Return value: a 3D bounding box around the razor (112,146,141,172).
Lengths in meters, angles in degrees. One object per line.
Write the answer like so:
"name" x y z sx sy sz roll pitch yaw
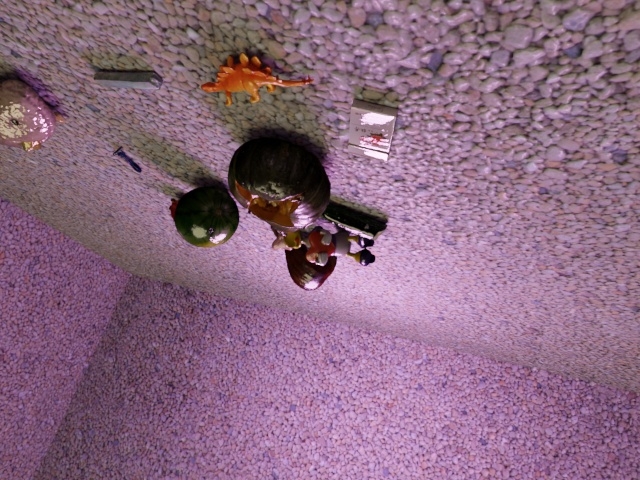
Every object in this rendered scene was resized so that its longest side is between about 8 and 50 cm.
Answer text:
"razor" -0.724 -0.303 1.793 0.028 0.044 0.154 42 173 25

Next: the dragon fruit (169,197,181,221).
"dragon fruit" -0.556 -0.104 2.028 0.133 0.150 0.208 40 -177 38

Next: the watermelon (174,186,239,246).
"watermelon" -0.428 -0.088 1.795 0.243 0.242 0.242 16 159 6

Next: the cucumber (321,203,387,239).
"cucumber" 0.107 -0.066 1.642 0.242 0.074 0.074 21 159 -3

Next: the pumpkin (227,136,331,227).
"pumpkin" -0.120 -0.166 1.401 0.321 0.192 0.320 18 158 7

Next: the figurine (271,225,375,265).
"figurine" 0.004 0.002 1.806 0.422 0.154 0.193 7 -165 9

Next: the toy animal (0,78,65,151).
"toy animal" -1.008 -0.399 1.556 0.359 0.188 0.226 5 152 33

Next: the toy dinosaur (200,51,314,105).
"toy dinosaur" -0.163 -0.376 1.089 0.289 0.070 0.117 3 155 25

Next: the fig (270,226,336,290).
"fig" -0.091 0.051 1.985 0.321 0.217 0.217 39 159 1

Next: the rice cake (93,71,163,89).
"rice cake" -0.521 -0.433 1.280 0.211 0.034 0.043 9 166 20

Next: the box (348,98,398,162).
"box" 0.126 -0.265 1.176 0.109 0.029 0.198 16 159 7

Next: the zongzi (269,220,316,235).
"zongzi" -0.155 -0.132 1.626 0.274 0.125 0.251 34 156 -22
